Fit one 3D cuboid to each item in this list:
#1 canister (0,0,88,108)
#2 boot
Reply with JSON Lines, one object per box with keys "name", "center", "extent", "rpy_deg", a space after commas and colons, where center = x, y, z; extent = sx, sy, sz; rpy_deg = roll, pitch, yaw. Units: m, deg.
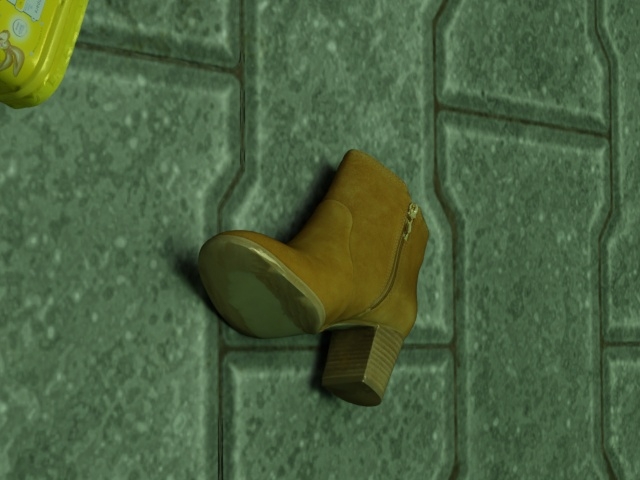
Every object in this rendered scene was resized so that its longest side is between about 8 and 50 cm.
{"name": "canister", "center": [-0.262, -0.192, 1.298], "extent": [0.170, 0.073, 0.126], "rpy_deg": [34, 62, -43]}
{"name": "boot", "center": [0.001, 0.000, 1.602], "extent": [0.295, 0.104, 0.211], "rpy_deg": [46, 49, -45]}
